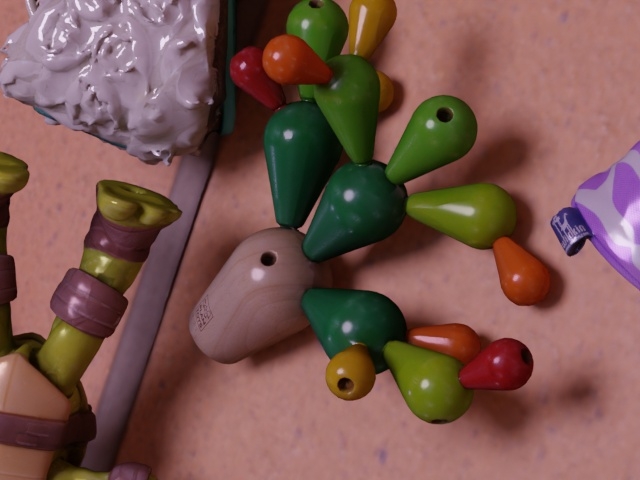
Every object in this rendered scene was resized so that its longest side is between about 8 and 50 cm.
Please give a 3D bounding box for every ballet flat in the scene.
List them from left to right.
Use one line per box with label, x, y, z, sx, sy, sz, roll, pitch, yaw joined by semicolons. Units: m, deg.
ballet flat;-0.087;-0.243;0.821;0.147;0.147;0.409;0;80;39

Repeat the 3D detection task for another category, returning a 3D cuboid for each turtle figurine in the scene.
turtle figurine;-0.129;0.077;0.784;0.269;0.087;0.217;16;99;8

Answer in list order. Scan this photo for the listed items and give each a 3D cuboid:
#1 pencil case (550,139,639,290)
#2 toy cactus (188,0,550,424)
pencil case;0.182;-0.056;0.615;0.206;0.086;0.088;-47;31;19
toy cactus;0.000;0.000;0.745;0.180;0.112;0.219;-42;64;36
